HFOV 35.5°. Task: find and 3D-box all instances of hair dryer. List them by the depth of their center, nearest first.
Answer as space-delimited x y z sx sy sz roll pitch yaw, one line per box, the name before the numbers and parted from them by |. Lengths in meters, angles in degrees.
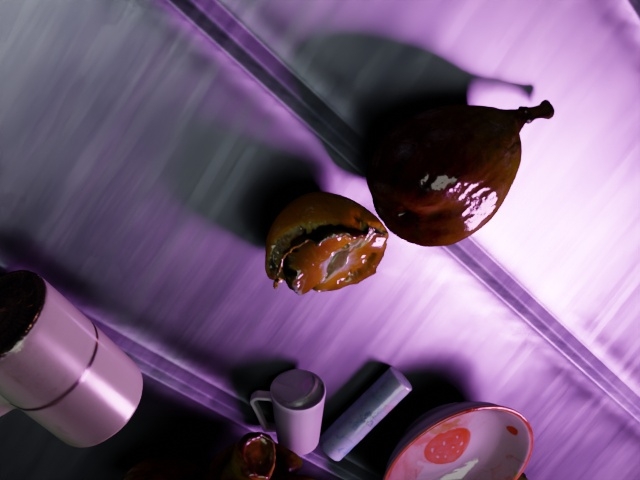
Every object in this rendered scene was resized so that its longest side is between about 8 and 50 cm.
hair dryer | -0.410 0.195 1.158 0.362 0.128 0.203 -30 134 7

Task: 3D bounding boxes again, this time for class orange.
orange | 0.000 0.000 1.206 0.160 0.112 0.170 -21 164 -19

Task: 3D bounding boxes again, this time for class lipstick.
lipstick | 0.066 0.256 1.474 0.158 0.048 0.048 -47 131 11

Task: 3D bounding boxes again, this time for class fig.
fig | 0.187 -0.103 1.216 0.274 0.145 0.170 -32 135 -19

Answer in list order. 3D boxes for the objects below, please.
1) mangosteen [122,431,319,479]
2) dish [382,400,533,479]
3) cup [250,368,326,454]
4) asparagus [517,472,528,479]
mangosteen | -0.103 0.457 1.340 0.382 0.382 0.435 -26 119 -7
dish | 0.202 0.332 1.577 0.260 0.085 0.260 -12 128 -16
cup | -0.046 0.241 1.401 0.104 0.074 0.116 3 131 0
asparagus | 0.230 0.434 1.681 0.277 0.060 0.067 0 80 -21
